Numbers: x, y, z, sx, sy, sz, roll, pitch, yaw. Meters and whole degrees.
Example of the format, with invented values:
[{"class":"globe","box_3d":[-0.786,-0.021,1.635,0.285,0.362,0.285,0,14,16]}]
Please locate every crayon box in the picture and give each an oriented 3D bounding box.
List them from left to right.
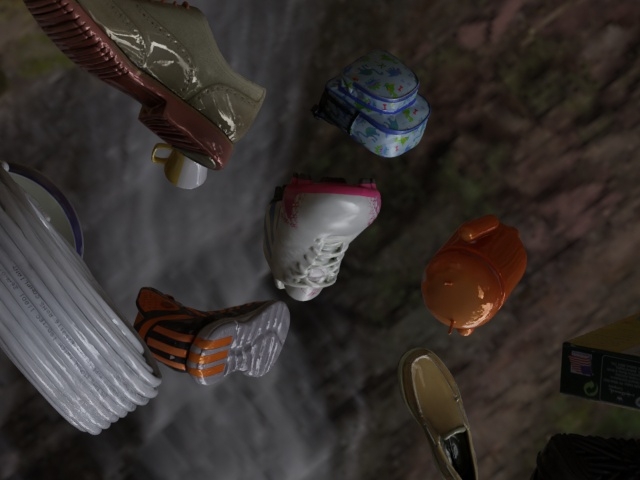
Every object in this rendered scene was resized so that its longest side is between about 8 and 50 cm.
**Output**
[{"class":"crayon box","box_3d":[0.501,0.168,2.200,0.202,0.081,0.318,10,-166,37]}]

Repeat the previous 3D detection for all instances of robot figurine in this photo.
[{"class":"robot figurine","box_3d":[0.227,0.047,2.324,0.158,0.128,0.219,-46,-179,39]}]

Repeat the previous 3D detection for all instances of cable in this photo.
[{"class":"cable","box_3d":[-0.235,0.043,1.282,0.089,0.257,0.257,-38,176,-6]}]

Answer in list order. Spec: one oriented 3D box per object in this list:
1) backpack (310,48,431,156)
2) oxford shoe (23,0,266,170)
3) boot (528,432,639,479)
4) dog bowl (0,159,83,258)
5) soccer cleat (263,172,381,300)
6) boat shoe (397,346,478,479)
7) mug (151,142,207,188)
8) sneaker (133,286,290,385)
[{"class":"backpack","box_3d":[0.068,-0.157,1.796,0.105,0.114,0.084,-36,159,-41]},{"class":"oxford shoe","box_3d":[-0.235,-0.265,2.008,0.146,0.397,0.140,-54,-150,-14]},{"class":"boot","box_3d":[0.357,0.390,2.078,0.260,0.348,0.131,-59,-148,27]},{"class":"dog bowl","box_3d":[-0.493,0.014,2.351,0.265,0.265,0.104,-37,-169,2]},{"class":"soccer cleat","box_3d":[0.000,0.000,1.846,0.116,0.143,0.331,4,177,-9]},{"class":"boat shoe","box_3d":[0.153,0.218,1.892,0.068,0.190,0.072,-28,-162,-7]},{"class":"mug","box_3d":[-0.192,-0.114,2.204,0.078,0.062,0.064,-17,155,-25]},{"class":"sneaker","box_3d":[-0.173,0.121,2.283,0.321,0.180,0.125,3,105,-68]}]
